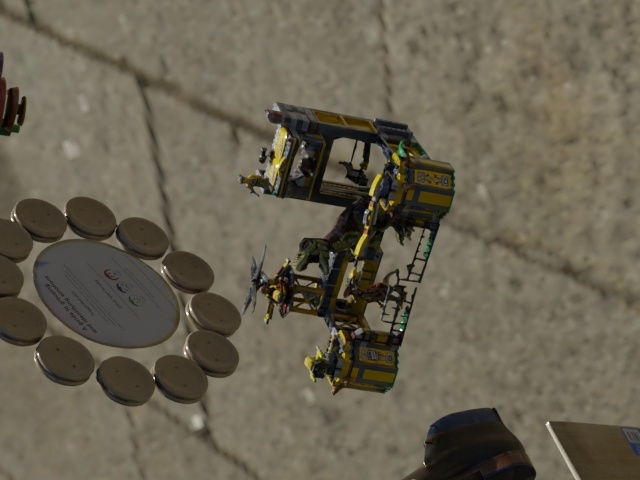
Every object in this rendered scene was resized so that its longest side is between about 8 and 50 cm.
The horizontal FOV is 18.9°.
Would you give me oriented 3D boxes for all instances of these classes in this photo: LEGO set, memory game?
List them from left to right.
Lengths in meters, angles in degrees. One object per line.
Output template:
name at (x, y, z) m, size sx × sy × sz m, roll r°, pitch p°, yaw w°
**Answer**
memory game at (-0.134, 0.037, 1.207) m, size 0.186 × 0.186 × 0.012 m, roll 50°, pitch 128°, yaw 28°
LEGO set at (0.000, 0.000, 2.135) m, size 0.255 × 0.192 × 0.331 m, roll -108°, pitch 32°, yaw -55°

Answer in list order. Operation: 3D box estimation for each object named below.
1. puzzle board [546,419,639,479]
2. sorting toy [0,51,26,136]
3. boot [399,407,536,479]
puzzle board at (0.236, 0.178, 1.447) m, size 0.011 × 0.128 × 0.096 m, roll -56°, pitch 43°, yaw 31°
sorting toy at (-0.212, -0.094, 1.251) m, size 0.102 × 0.042 × 0.061 m, roll -110°, pitch 33°, yaw -54°
boot at (0.137, 0.273, 2.294) m, size 0.082 × 0.219 × 0.106 m, roll 82°, pitch 171°, yaw -46°
